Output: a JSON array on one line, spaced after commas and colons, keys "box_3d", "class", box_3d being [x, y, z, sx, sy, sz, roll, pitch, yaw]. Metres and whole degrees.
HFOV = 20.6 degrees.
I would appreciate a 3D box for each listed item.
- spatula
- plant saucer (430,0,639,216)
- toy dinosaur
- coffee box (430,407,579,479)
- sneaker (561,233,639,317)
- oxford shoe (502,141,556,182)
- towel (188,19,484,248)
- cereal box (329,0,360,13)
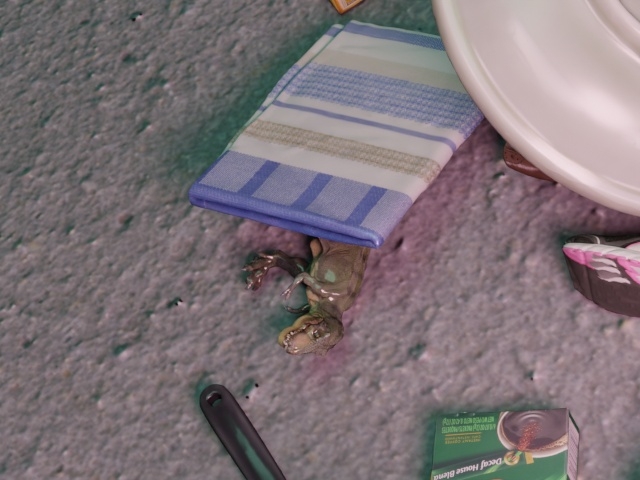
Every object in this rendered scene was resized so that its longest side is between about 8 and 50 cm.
[{"box_3d": [-0.027, 0.222, 1.426, 0.084, 0.030, 0.296, -36, 51, -2], "class": "spatula"}, {"box_3d": [0.288, -0.216, 1.428, 0.400, 0.100, 0.400, 5, 70, -14], "class": "plant saucer"}, {"box_3d": [0.000, 0.000, 1.563, 0.118, 0.064, 0.268, 9, 55, 24], "class": "toy dinosaur"}, {"box_3d": [0.139, 0.218, 1.353, 0.113, 0.040, 0.184, -4, 54, 20], "class": "coffee box"}, {"box_3d": [0.288, 0.017, 1.432, 0.178, 0.072, 0.077, 10, 48, 19], "class": "sneaker"}, {"box_3d": [0.256, -0.207, 1.564, 0.133, 0.130, 0.363, 0, 51, 36], "class": "oxford shoe"}, {"box_3d": [0.034, -0.100, 1.586, 0.209, 0.034, 0.285, 13, 46, 29], "class": "towel"}, {"box_3d": [0.077, -0.351, 1.789, 0.240, 0.047, 0.173, -31, 50, -2], "class": "cereal box"}]
